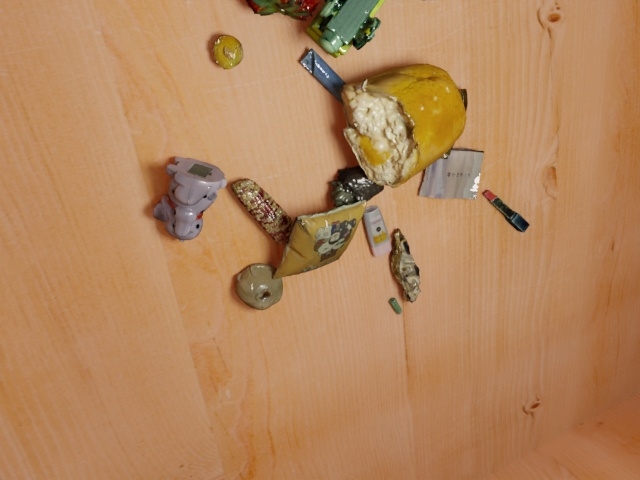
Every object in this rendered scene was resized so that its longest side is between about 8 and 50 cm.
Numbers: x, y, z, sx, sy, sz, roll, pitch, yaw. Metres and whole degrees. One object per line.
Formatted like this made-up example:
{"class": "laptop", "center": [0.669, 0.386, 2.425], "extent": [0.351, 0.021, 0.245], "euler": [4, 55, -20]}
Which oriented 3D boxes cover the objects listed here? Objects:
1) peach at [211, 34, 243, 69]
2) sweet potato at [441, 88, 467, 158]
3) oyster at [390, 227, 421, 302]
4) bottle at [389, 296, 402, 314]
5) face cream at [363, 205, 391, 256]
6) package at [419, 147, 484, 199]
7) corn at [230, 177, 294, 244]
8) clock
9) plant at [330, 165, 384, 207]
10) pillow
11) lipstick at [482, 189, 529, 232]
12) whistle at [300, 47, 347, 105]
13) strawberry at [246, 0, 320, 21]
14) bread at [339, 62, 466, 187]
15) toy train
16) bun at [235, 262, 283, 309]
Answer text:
{"class": "peach", "center": [-0.275, -0.563, 1.401], "extent": [0.098, 0.061, 0.098], "euler": [0, 108, -1]}
{"class": "sweet potato", "center": [0.485, -0.437, 1.763], "extent": [0.085, 0.112, 0.286], "euler": [19, 84, 15]}
{"class": "oyster", "center": [0.345, 0.103, 1.920], "extent": [0.128, 0.078, 0.345], "euler": [-37, 119, -33]}
{"class": "bottle", "center": [0.320, 0.278, 1.986], "extent": [0.030, 0.030, 0.083], "euler": [-38, 120, -8]}
{"class": "face cream", "center": [0.218, -0.034, 1.815], "extent": [0.084, 0.057, 0.198], "euler": [-27, 116, -13]}
{"class": "package", "center": [0.519, -0.268, 1.863], "extent": [0.250, 0.062, 0.204], "euler": [2, 107, -16]}
{"class": "corn", "center": [-0.188, -0.101, 1.585], "extent": [0.098, 0.098, 0.290], "euler": [-44, 117, -5]}
{"class": "clock", "center": [-0.413, -0.112, 1.450], "extent": [0.188, 0.189, 0.254], "euler": [14, 117, -28]}
{"class": "plant", "center": [0.120, -0.192, 1.670], "extent": [0.194, 0.129, 0.132], "euler": [-28, 117, 6]}
{"class": "pillow", "center": [0.000, 0.000, 1.616], "extent": [0.310, 0.119, 0.312], "euler": [-20, 150, -38]}
{"class": "lipstick", "center": [0.809, -0.137, 2.058], "extent": [0.312, 0.051, 0.051], "euler": [34, 94, -28]}
{"class": "whistle", "center": [0.058, -0.512, 1.572], "extent": [0.304, 0.062, 0.062], "euler": [38, 90, -30]}
{"class": "strawberry", "center": [-0.101, -0.782, 1.307], "extent": [0.250, 0.238, 0.288], "euler": [5, 96, -31]}
{"class": "bread", "center": [0.296, -0.409, 1.533], "extent": [0.394, 0.250, 0.361], "euler": [-33, 102, -26]}
{"class": "toy train", "center": [0.133, -0.744, 1.399], "extent": [0.179, 0.272, 0.442], "euler": [36, 95, -20]}
{"class": "bun", "center": [-0.210, 0.170, 1.655], "extent": [0.173, 0.113, 0.167], "euler": [-20, 115, -20]}
